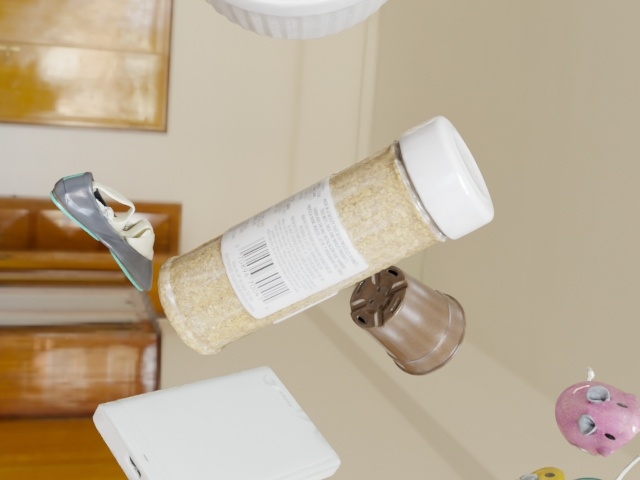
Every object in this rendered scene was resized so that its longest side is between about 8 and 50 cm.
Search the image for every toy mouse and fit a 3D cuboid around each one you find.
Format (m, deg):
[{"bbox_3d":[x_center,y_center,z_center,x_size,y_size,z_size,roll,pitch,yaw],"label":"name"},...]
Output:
[{"bbox_3d":[0.129,0.118,0.474,0.161,0.031,0.143,-64,180,-31],"label":"toy mouse"}]

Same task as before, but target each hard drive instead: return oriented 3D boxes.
[{"bbox_3d":[-0.138,0.283,1.315,0.203,0.307,0.040,48,-56,29],"label":"hard drive"}]

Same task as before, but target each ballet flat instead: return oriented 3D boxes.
[{"bbox_3d":[-0.256,-0.013,1.191,0.203,0.074,0.074,54,11,-38],"label":"ballet flat"}]

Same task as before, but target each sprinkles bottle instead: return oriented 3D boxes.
[{"bbox_3d":[0.000,0.000,0.990,0.121,0.355,0.121,53,21,-30],"label":"sprinkles bottle"}]

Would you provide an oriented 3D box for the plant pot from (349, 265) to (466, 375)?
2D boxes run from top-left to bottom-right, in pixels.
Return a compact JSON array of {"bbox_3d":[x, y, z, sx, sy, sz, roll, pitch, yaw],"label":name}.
[{"bbox_3d":[0.149,0.135,1.674,0.167,0.165,0.167,-24,-132,30],"label":"plant pot"}]

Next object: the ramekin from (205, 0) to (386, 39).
[{"bbox_3d":[-0.019,-0.245,0.676,0.109,0.207,0.207,90,-2,-81],"label":"ramekin"}]
